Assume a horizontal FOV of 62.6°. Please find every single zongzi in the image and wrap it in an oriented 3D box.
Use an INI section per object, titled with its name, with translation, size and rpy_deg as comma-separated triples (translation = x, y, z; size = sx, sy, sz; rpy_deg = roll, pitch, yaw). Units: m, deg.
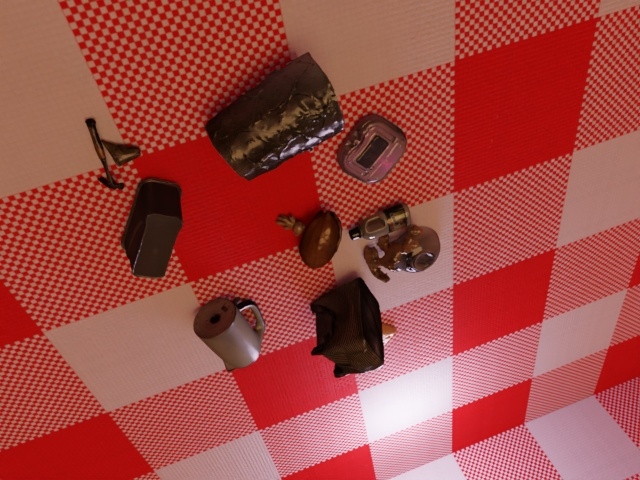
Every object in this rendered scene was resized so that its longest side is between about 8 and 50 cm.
[zongzi]
translation = -0.539, -0.253, 1.429
size = 0.076, 0.040, 0.083
rpy_deg = -29, 114, -7

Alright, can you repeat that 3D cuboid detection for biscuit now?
[biscuit]
translation = 0.199, 0.407, 2.249
size = 0.249, 0.030, 0.160
rpy_deg = 21, 116, -34

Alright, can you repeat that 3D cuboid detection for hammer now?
[hammer]
translation = -0.591, -0.229, 1.414
size = 0.078, 0.021, 0.201
rpy_deg = 8, 125, 24

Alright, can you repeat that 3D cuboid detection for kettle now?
[kettle]
translation = -0.306, 0.327, 1.907
size = 0.240, 0.165, 0.255
rpy_deg = -48, 136, -20

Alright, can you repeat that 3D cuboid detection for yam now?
[yam]
translation = -0.117, -0.319, 1.416
size = 0.348, 0.241, 0.241
rpy_deg = -30, 132, 8

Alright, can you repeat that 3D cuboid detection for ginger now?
[ginger]
translation = 0.260, 0.030, 1.927
size = 0.149, 0.065, 0.259
rpy_deg = 36, 113, -8

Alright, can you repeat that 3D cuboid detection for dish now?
[dish]
translation = 0.369, 0.062, 2.009
size = 0.228, 0.086, 0.236
rpy_deg = -40, 130, 11

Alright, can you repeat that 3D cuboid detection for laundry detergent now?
[laundry detergent]
translation = 0.207, -0.057, 1.861
size = 0.225, 0.070, 0.099
rpy_deg = -20, 140, -5

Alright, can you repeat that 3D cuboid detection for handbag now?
[handbag]
translation = 0.101, 0.334, 1.975
size = 0.240, 0.341, 0.247
rpy_deg = -23, 132, 20

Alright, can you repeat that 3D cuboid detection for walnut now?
[walnut]
translation = 0.000, 0.000, 1.778
size = 0.137, 0.137, 0.245
rpy_deg = 3, 134, -24

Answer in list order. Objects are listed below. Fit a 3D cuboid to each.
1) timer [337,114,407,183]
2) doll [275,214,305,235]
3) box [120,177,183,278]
[timer]
translation = 0.165, -0.283, 1.666
size = 0.190, 0.069, 0.209
rpy_deg = 23, 116, -32
[doll]
translation = -0.098, -0.053, 1.750
size = 0.093, 0.051, 0.062
rpy_deg = 12, 128, -28
[box]
translation = -0.489, -0.023, 1.530
size = 0.138, 0.178, 0.274
rpy_deg = 9, 122, -27
